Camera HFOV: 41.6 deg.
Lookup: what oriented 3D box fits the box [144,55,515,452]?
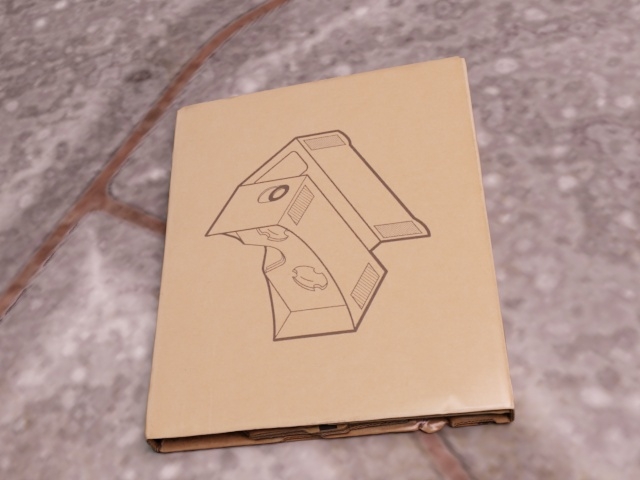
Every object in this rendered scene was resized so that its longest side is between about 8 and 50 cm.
[{"bbox_3d":[0.000,0.000,0.417,0.165,0.021,0.201,-8,56,10],"label":"box"}]
